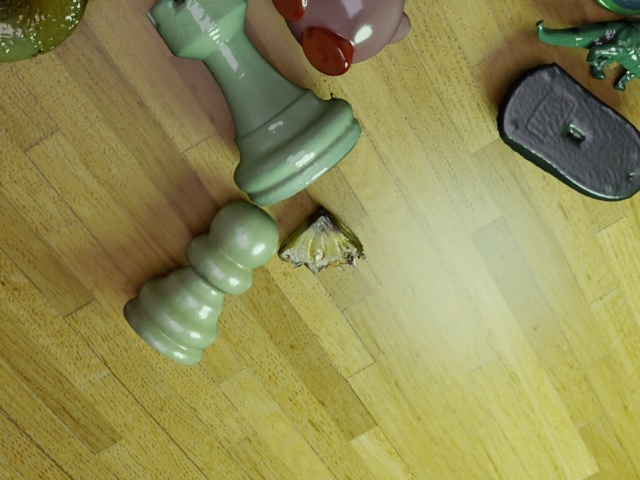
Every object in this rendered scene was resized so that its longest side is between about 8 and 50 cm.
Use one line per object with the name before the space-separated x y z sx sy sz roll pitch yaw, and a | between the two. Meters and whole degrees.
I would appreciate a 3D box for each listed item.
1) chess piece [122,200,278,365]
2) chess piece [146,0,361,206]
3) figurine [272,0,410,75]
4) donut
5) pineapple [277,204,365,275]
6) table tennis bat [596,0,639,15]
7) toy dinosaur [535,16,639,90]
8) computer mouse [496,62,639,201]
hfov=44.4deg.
chess piece | -0.166 0.050 1.192 0.144 0.144 0.251 37 99 -22
chess piece | -0.098 -0.214 1.062 0.195 0.194 0.299 -34 106 7
figurine | 0.033 -0.318 1.037 0.173 0.173 0.173 -4 115 -8
donut | -0.401 -0.330 0.942 0.272 0.107 0.272 -14 134 -15
pineapple | 0.000 0.000 1.228 0.137 0.069 0.116 -5 116 -5
table tennis bat | 0.420 -0.406 1.134 0.257 0.039 0.160 -5 113 -10
toy dinosaur | 0.444 -0.274 1.176 0.292 0.079 0.120 -4 109 -11
computer mouse | 0.386 -0.162 1.210 0.270 0.086 0.137 33 97 -13
